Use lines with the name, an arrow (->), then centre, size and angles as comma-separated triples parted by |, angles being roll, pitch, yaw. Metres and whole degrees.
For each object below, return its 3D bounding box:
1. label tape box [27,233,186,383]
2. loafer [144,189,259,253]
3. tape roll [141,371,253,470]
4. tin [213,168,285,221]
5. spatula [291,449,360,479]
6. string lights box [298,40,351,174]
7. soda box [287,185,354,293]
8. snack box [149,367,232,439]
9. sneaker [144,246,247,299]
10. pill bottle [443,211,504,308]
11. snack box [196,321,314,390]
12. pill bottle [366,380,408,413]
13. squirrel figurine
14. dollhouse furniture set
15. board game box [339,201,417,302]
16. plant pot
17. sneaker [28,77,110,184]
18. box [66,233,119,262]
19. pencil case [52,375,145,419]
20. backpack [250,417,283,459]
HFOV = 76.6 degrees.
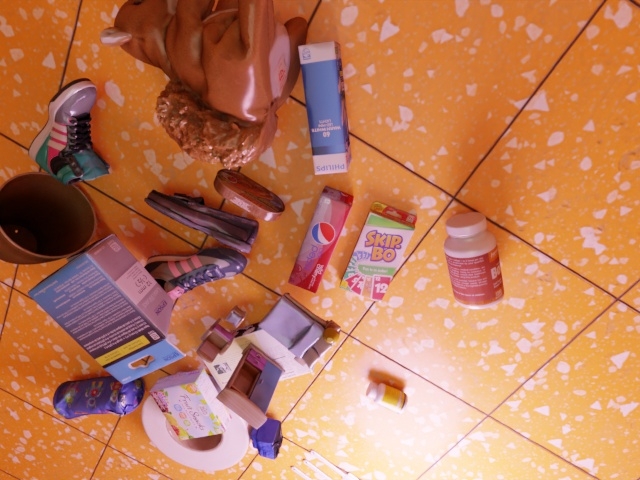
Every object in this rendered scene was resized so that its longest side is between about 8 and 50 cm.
label tape box -> -0.529, 0.189, 1.057 | 0.249, 0.115, 0.348 | -27, 111, 22
loafer -> -0.308, -0.068, 1.079 | 0.302, 0.109, 0.095 | 27, 81, -5
tape roll -> -0.422, 0.626, 1.397 | 0.391, 0.072, 0.393 | 4, 113, 9
tin -> -0.179, -0.113, 1.020 | 0.189, 0.106, 0.040 | 32, 115, -4
spatula -> 0.021, 0.851, 1.446 | 0.242, 0.019, 0.168 | 38, 115, -8
string lights box -> 0.015, -0.290, 0.895 | 0.076, 0.133, 0.260 | -4, 113, 11
soda box -> 0.000, 0.000, 1.045 | 0.083, 0.092, 0.264 | 21, 115, -1
snack box -> -0.403, 0.515, 1.269 | 0.174, 0.070, 0.207 | -16, 110, 16
sneaker -> -0.354, 0.104, 1.115 | 0.318, 0.131, 0.112 | -9, 135, 17
pill bottle -> 0.369, 0.047, 0.985 | 0.121, 0.121, 0.216 | -13, 111, 15
snack box -> -0.198, 0.354, 1.248 | 0.321, 0.060, 0.187 | -20, 106, 17
pill bottle -> 0.200, 0.472, 1.227 | 0.116, 0.065, 0.065 | 24, 115, -2
squirrel figurine -> -0.260, -0.351, 0.850 | 0.370, 0.281, 0.397 | 16, 112, 10
dollhouse furniture set -> -0.141, 0.275, 1.067 | 0.286, 0.198, 0.303 | 40, 111, -6
board game box -> 0.150, 0.035, 1.068 | 0.124, 0.039, 0.260 | 20, 112, 0
plant pot -> -0.799, -0.030, 1.115 | 0.254, 0.237, 0.237 | -21, 109, 32
sneaker -> -0.605, -0.243, 1.025 | 0.178, 0.124, 0.295 | 47, 120, -6
box -> -0.616, 0.067, 1.154 | 0.072, 0.137, 0.126 | -21, 108, 16
pencil case -> -0.756, 0.537, 1.385 | 0.305, 0.133, 0.119 | -10, 144, 14
backpack -> -0.177, 0.664, 1.360 | 0.101, 0.098, 0.120 | 7, 127, 17
